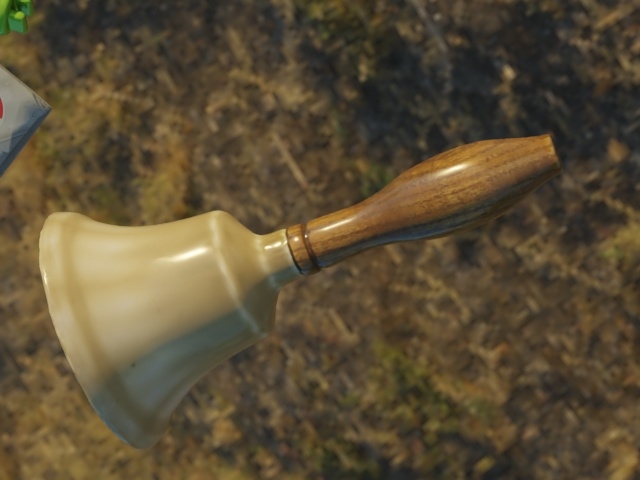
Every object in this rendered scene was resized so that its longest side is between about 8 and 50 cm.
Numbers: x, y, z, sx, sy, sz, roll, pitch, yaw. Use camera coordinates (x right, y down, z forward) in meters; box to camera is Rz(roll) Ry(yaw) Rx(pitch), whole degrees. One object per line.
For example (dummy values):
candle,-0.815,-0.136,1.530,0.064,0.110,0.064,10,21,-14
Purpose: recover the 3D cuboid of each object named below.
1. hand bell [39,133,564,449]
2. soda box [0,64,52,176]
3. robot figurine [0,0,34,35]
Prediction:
hand bell,0.000,0.000,0.825,0.126,0.242,0.126,-22,-90,-79
soda box,-0.301,-0.111,1.434,0.098,0.091,0.286,39,176,-15
robot figurine,-0.406,-0.288,2.066,0.115,0.101,0.067,16,163,1
